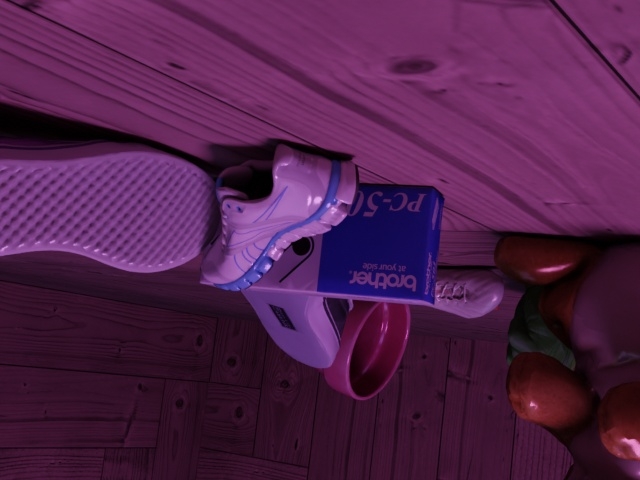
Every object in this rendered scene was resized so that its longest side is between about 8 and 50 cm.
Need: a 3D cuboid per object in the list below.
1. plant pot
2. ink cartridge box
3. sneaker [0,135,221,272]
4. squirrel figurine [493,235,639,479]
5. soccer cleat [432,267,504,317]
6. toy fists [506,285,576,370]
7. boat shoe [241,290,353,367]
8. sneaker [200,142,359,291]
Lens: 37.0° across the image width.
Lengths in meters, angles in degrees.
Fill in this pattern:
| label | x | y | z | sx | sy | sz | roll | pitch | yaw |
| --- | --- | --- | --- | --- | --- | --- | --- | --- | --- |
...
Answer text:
| label | x | y | z | sx | sy | sz | roll | pitch | yaw |
| --- | --- | --- | --- | --- | --- | --- | --- | --- | --- |
| plant pot | 0.033 | 0.157 | 1.683 | 0.180 | 0.201 | 0.201 | 20 | 180 | 32 |
| ink cartridge box | 0.000 | 0.000 | 0.840 | 0.207 | 0.097 | 0.046 | 3 | 172 | 21 |
| sneaker | -0.221 | -0.050 | 0.768 | 0.282 | 0.102 | 0.161 | 7 | -166 | -46 |
| squirrel figurine | 0.354 | 0.200 | 0.975 | 0.281 | 0.370 | 0.397 | 0 | 170 | 41 |
| soccer cleat | 0.171 | 0.067 | 1.307 | 0.076 | 0.068 | 0.196 | 14 | 172 | -28 |
| toy fists | 0.311 | 0.126 | 1.323 | 0.096 | 0.142 | 0.279 | 5 | 171 | 16 |
| boat shoe | -0.018 | 0.029 | 1.035 | 0.113 | 0.105 | 0.306 | 15 | 152 | 26 |
| sneaker | -0.056 | -0.024 | 0.762 | 0.083 | 0.071 | 0.191 | 24 | 140 | -26 |
